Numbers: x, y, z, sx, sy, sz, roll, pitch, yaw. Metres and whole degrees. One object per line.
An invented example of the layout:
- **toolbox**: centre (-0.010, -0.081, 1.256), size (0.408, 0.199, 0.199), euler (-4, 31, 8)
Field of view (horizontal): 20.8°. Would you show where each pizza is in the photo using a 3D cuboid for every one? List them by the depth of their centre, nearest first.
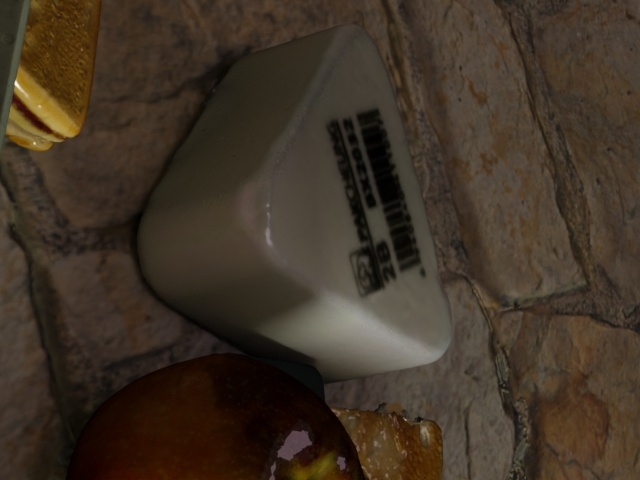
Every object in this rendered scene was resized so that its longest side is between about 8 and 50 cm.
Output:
- **pizza**: centre (0.042, 0.219, 1.684), size (0.194, 0.069, 0.154), euler (36, 52, -33)

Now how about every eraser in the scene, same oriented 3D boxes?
- **eraser**: centre (0.000, 0.000, 1.617), size (0.331, 0.150, 0.331), euler (32, 53, -54)

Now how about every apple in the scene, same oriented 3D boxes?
- **apple**: centre (-0.076, 0.198, 1.332), size (0.230, 0.230, 0.230), euler (33, 51, -51)

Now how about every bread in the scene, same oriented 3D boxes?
- **bread**: centre (-0.226, -0.177, 1.367), size (0.116, 0.077, 0.200), euler (38, 45, -46)

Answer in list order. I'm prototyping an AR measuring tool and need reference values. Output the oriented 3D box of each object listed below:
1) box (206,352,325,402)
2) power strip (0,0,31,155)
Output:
- **box**: centre (-0.045, 0.218, 1.537), size (0.160, 0.050, 0.230), euler (14, 66, -54)
- **power strip**: centre (-0.272, -0.137, 1.234), size (0.118, 0.046, 0.270), euler (12, 59, -11)
